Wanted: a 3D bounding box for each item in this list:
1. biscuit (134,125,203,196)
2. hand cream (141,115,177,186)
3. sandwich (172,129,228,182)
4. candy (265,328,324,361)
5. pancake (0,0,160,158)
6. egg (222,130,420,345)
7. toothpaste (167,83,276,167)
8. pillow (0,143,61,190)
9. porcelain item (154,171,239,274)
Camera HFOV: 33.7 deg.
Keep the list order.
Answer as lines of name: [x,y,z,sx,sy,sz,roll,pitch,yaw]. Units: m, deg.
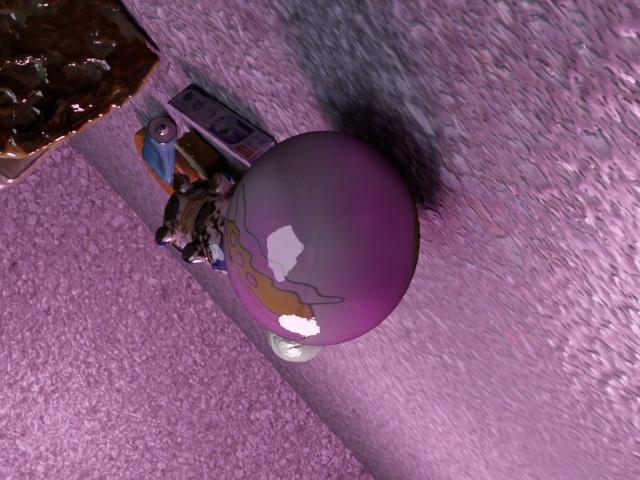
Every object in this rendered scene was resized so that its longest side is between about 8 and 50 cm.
biscuit: [-0.238,-0.093,1.952,0.288,0.044,0.202,47,162,-7]
hand cream: [-0.274,-0.155,1.805,0.083,0.048,0.224,48,162,3]
sandwich: [-0.188,-0.129,1.667,0.093,0.036,0.105,42,169,21]
candy: [-0.084,0.121,2.058,0.119,0.119,0.440,51,177,-21]
pancake: [-0.449,-0.249,1.400,0.067,0.427,0.305,-116,4,-67]
egg: [0.000,0.000,1.008,0.196,0.196,0.271,45,175,8]
toothpaste: [-0.125,-0.143,1.358,0.196,0.047,0.040,37,162,41]
pillow: [-0.452,-0.248,1.573,0.255,0.322,0.120,48,138,-7]
porcelain item: [-0.128,-0.013,1.581,0.186,0.138,0.288,22,175,-28]
